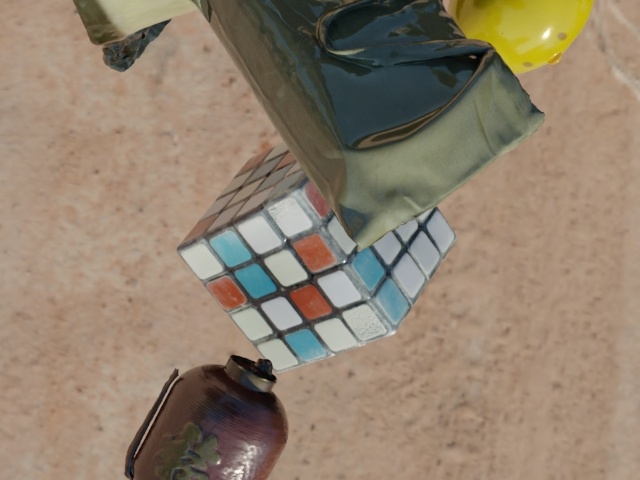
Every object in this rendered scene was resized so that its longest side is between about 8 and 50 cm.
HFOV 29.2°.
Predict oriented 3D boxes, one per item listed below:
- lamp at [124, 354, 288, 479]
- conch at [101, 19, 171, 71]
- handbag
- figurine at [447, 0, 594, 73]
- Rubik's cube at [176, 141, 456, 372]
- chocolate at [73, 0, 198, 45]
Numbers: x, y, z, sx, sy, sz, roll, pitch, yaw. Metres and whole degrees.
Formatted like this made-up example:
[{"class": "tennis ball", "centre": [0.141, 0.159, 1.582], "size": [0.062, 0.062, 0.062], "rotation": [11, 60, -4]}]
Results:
[{"class": "lamp", "centre": [-0.144, 0.261, 1.580], "size": [0.180, 0.180, 0.258], "rotation": [21, 97, -44]}, {"class": "conch", "centre": [-0.278, -0.407, 1.860], "size": [0.159, 0.291, 0.210], "rotation": [37, 33, -7]}, {"class": "handbag", "centre": [0.047, -0.166, 1.167], "size": [0.253, 0.316, 0.109], "rotation": [-25, 159, -30]}, {"class": "figurine", "centre": [0.299, -0.346, 1.762], "size": [0.187, 0.215, 0.343], "rotation": [45, 24, 2]}, {"class": "Rubik's cube", "centre": [-0.001, -0.001, 1.774], "size": [0.256, 0.253, 0.259], "rotation": [53, 43, -17]}, {"class": "chocolate", "centre": [-0.172, -0.403, 1.395], "size": [0.297, 0.326, 0.314], "rotation": [-14, 98, -5]}]
